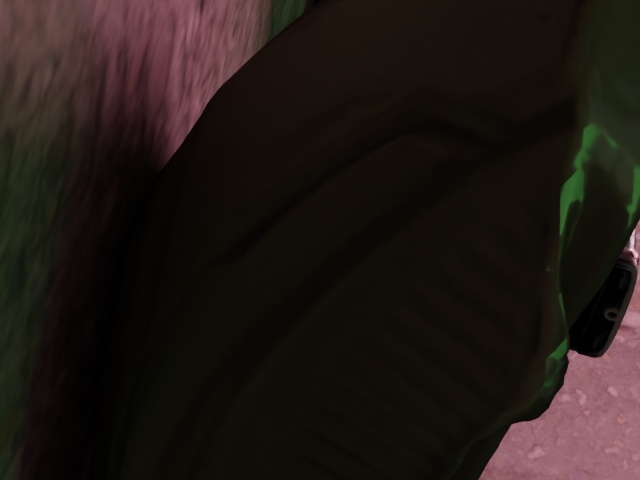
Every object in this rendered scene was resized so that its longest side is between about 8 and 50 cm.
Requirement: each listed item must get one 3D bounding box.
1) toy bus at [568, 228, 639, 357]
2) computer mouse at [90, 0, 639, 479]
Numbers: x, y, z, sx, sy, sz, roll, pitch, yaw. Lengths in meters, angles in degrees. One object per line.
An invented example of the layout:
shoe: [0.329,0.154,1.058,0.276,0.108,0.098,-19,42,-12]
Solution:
toy bus: [0.129,-0.011,1.344,0.128,0.256,0.147,102,4,-46]
computer mouse: [-0.014,0.043,0.629,0.228,0.146,0.429,-79,-166,-56]
